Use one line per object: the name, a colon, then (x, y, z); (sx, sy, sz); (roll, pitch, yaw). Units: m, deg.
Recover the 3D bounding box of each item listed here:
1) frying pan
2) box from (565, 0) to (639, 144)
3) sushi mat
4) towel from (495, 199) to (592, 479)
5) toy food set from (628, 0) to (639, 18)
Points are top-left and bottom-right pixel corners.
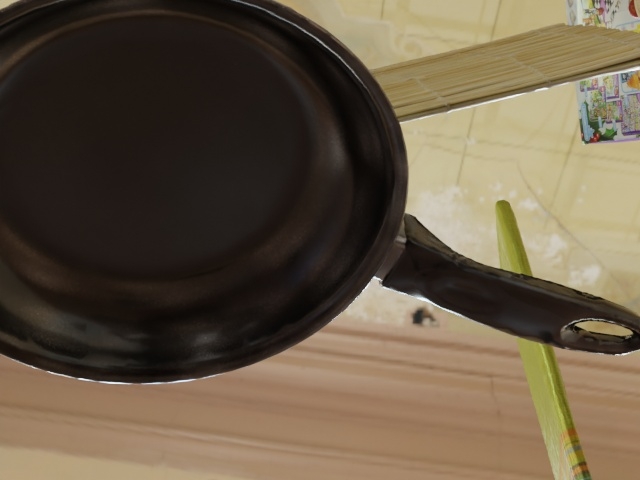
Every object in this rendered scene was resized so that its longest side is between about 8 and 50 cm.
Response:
frying pan: (-0.001, -0.022, 0.385); (0.326, 0.053, 0.197); (-5, -48, -9)
box: (0.343, -0.251, 0.971); (0.201, 0.057, 0.293); (1, -79, 56)
sushi mat: (0.059, -0.101, 0.645); (0.317, 0.151, 0.019); (-15, -71, -9)
towel: (0.137, 0.097, 0.543); (0.021, 0.237, 0.102); (-12, -35, 4)
toy food set: (0.309, -0.209, 0.822); (0.083, 0.083, 0.020); (-32, -18, 7)
